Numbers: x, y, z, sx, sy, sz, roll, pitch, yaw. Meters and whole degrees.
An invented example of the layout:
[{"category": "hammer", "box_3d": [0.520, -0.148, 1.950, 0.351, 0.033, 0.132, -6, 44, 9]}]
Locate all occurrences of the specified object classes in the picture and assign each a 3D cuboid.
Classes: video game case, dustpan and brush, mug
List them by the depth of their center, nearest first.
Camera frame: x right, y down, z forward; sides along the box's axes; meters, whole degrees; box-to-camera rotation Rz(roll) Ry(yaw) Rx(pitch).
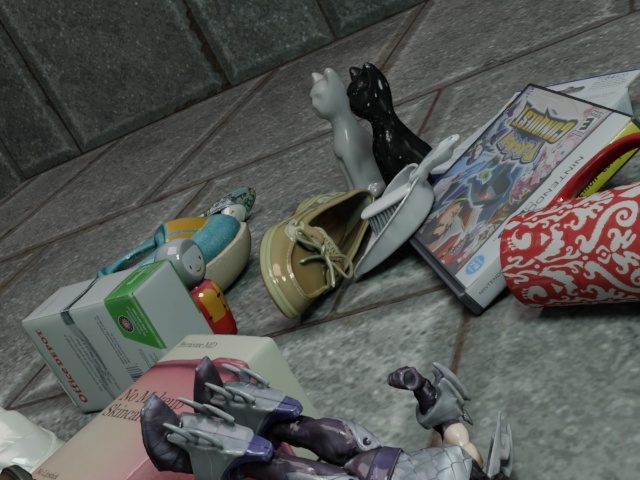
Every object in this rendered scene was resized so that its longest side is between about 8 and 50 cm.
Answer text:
[{"category": "mug", "box_3d": [0.262, -0.006, 0.805, 0.169, 0.113, 0.150, -14, 35, 46]}, {"category": "video game case", "box_3d": [0.209, -0.061, 1.011, 0.248, 0.035, 0.275, -47, 19, 6]}, {"category": "dustpan and brush", "box_3d": [0.106, -0.057, 1.084, 0.211, 0.060, 0.147, -34, 23, 40]}]

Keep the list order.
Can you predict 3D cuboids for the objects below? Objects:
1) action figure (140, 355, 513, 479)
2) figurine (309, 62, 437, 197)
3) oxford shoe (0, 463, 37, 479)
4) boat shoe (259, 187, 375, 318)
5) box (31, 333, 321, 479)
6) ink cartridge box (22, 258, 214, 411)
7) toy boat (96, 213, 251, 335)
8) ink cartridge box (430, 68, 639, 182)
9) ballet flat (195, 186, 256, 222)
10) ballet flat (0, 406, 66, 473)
[{"category": "action figure", "box_3d": [0.023, 0.161, 0.631, 0.285, 0.099, 0.185, 12, 34, 19]}, {"category": "figurine", "box_3d": [0.068, -0.159, 1.300, 0.092, 0.209, 0.215, -35, 20, -17]}, {"category": "oxford shoe", "box_3d": [-0.222, 0.264, 0.630, 0.096, 0.227, 0.083, 1, -42, -31]}, {"category": "boat shoe", "box_3d": [0.000, 0.000, 1.154, 0.089, 0.105, 0.285, -23, 19, 24]}, {"category": "box", "box_3d": [-0.129, 0.201, 0.791, 0.148, 0.127, 0.232, -6, 30, 49]}, {"category": "ink cartridge box", "box_3d": [-0.245, 0.122, 1.110, 0.208, 0.153, 0.087, -13, 24, 34]}, {"category": "toy boat", "box_3d": [-0.204, 0.044, 1.256, 0.267, 0.148, 0.318, -34, 20, -15]}, {"category": "ink cartridge box", "box_3d": [0.292, -0.142, 1.195, 0.224, 0.045, 0.223, -41, 22, -29]}, {"category": "ballet flat", "box_3d": [-0.179, -0.023, 1.541, 0.188, 0.070, 0.070, -35, 20, -12]}, {"category": "ballet flat", "box_3d": [-0.369, 0.243, 1.012, 0.139, 0.139, 0.400, -39, 22, -28]}]
